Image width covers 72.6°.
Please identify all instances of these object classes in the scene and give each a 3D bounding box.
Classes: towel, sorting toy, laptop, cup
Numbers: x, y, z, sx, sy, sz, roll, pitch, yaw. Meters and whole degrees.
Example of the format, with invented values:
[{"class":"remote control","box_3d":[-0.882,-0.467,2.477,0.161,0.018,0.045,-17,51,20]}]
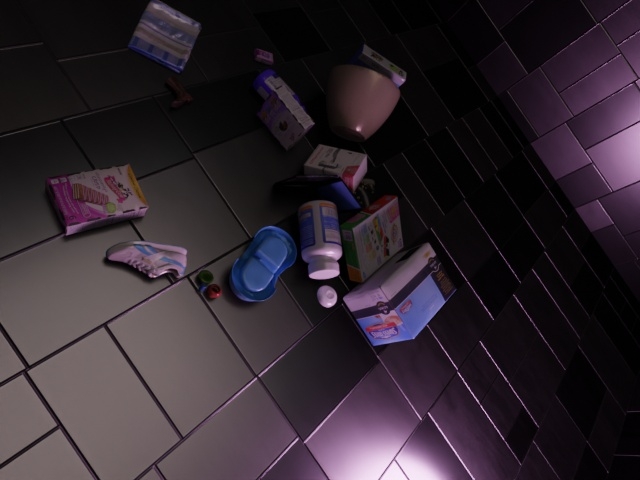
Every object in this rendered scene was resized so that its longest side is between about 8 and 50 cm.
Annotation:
[{"class":"towel","box_3d":[-0.589,-0.789,1.670,0.210,0.034,0.284,22,59,-23]},{"class":"sorting toy","box_3d":[-0.363,0.147,1.393,0.102,0.042,0.061,53,34,13]},{"class":"laptop","box_3d":[-0.012,-0.169,1.652,0.265,0.234,0.136,-4,91,-26]},{"class":"cup","box_3d":[0.158,-0.578,1.922,0.332,0.331,0.236,20,85,-25]}]

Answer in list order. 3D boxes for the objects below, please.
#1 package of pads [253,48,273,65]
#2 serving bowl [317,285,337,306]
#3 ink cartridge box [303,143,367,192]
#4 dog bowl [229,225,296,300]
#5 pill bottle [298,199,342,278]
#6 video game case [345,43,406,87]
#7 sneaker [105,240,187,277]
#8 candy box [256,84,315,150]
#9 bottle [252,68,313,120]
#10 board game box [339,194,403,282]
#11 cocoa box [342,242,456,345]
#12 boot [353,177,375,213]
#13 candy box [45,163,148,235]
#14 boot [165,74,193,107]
[{"class":"package of pads","box_3d":[-0.248,-0.802,1.904,0.084,0.032,0.050,6,63,-32]},{"class":"serving bowl","box_3d":[0.029,0.206,1.628,0.084,0.027,0.083,14,63,-29]},{"class":"ink cartridge box","box_3d":[0.062,-0.295,1.768,0.218,0.092,0.158,15,50,20]},{"class":"dog bowl","box_3d":[-0.203,0.085,1.501,0.166,0.074,0.297,40,52,-12]},{"class":"pill bottle","box_3d":[0.000,0.000,1.625,0.153,0.152,0.271,8,66,-31]},{"class":"video game case","box_3d":[0.219,-0.745,2.035,0.245,0.270,0.061,24,60,-22]},{"class":"sneaker","box_3d":[-0.514,0.058,1.299,0.229,0.087,0.092,7,67,-29]},{"class":"candy box","box_3d":[-0.141,-0.488,1.745,0.196,0.165,0.070,51,52,-4]},{"class":"bottle","box_3d":[-0.150,-0.583,1.829,0.283,0.092,0.118,45,47,-9]},{"class":"board game box","box_3d":[0.214,-0.012,1.743,0.317,0.064,0.242,-34,123,-40]},{"class":"cocoa box","box_3d":[0.311,0.206,1.682,0.347,0.232,0.227,-35,94,-39]},{"class":"boot","box_3d":[0.149,-0.176,1.849,0.237,0.085,0.178,-2,73,-33]},{"class":"candy box","box_3d":[-0.660,-0.126,1.295,0.234,0.071,0.159,-22,81,-39]},{"class":"boot","box_3d":[-0.536,-0.546,1.591,0.114,0.037,0.106,54,38,-5]}]
